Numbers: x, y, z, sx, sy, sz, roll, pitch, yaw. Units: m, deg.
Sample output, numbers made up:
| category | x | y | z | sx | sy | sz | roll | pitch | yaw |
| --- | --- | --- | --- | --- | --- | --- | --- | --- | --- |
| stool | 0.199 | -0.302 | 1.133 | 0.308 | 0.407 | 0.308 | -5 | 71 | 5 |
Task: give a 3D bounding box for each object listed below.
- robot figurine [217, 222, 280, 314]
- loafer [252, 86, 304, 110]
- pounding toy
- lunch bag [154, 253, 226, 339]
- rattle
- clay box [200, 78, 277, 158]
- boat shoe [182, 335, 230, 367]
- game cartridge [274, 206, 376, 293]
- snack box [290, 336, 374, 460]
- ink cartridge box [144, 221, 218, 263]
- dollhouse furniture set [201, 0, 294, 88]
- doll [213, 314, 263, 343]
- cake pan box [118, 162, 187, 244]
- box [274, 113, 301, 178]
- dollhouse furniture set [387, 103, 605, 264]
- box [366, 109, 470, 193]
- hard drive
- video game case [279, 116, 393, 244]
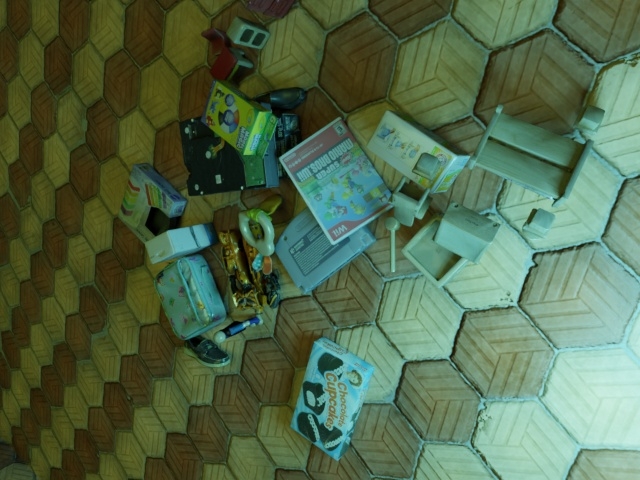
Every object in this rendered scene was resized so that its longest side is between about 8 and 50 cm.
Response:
| category | x | y | z | sx | sy | sz | roll | pitch | yaw |
| --- | --- | --- | --- | --- | --- | --- | --- | --- | --- |
| robot figurine | -0.234 | 0.099 | 1.525 | 0.211 | 0.085 | 0.290 | -10 | 93 | 36 |
| loafer | -0.123 | -0.404 | 1.370 | 0.170 | 0.061 | 0.062 | -5 | 95 | 34 |
| pounding toy | 0.248 | 0.014 | 1.165 | 0.206 | 0.094 | 0.181 | 47 | 111 | 19 |
| lunch bag | -0.460 | 0.193 | 1.683 | 0.224 | 0.108 | 0.279 | -30 | 81 | 35 |
| rattle | -0.158 | -0.018 | 1.444 | 0.130 | 0.143 | 0.199 | -15 | 108 | 26 |
| clay box | -0.220 | -0.325 | 1.283 | 0.222 | 0.053 | 0.127 | 39 | 119 | 25 |
| boat shoe | -0.413 | 0.388 | 1.705 | 0.224 | 0.080 | 0.073 | 11 | 110 | 37 |
| game cartridge | 0.000 | 0.000 | 1.368 | 0.297 | 0.062 | 0.198 | -40 | 72 | 33 |
| snack box | 0.030 | 0.472 | 1.429 | 0.187 | 0.060 | 0.321 | 25 | 112 | 28 |
| ink cartridge box | -0.462 | 0.008 | 1.599 | 0.140 | 0.191 | 0.082 | -20 | 87 | 35 |
| dollhouse furniture set | -0.246 | -0.646 | 1.353 | 0.374 | 0.152 | 0.201 | -45 | 73 | 32 |
| doll | -0.266 | 0.278 | 1.516 | 0.129 | 0.189 | 0.046 | -22 | 86 | 36 |
| cake pan box | -0.622 | -0.113 | 1.764 | 0.267 | 0.070 | 0.245 | 41 | 121 | 21 |
| box | -0.133 | -0.268 | 1.392 | 0.147 | 0.078 | 0.180 | 0 | 98 | 36 |
| dollhouse furniture set | 0.360 | -0.151 | 1.018 | 0.303 | 0.174 | 0.355 | 28 | 80 | 13 |
| box | 0.231 | -0.210 | 1.132 | 0.203 | 0.114 | 0.103 | 40 | 117 | 21 |
| hard drive | -0.274 | -0.259 | 1.406 | 0.339 | 0.064 | 0.236 | -2 | 97 | 37 |
| video game case | 0.043 | -0.160 | 1.274 | 0.204 | 0.025 | 0.285 | -33 | 79 | 7 |
